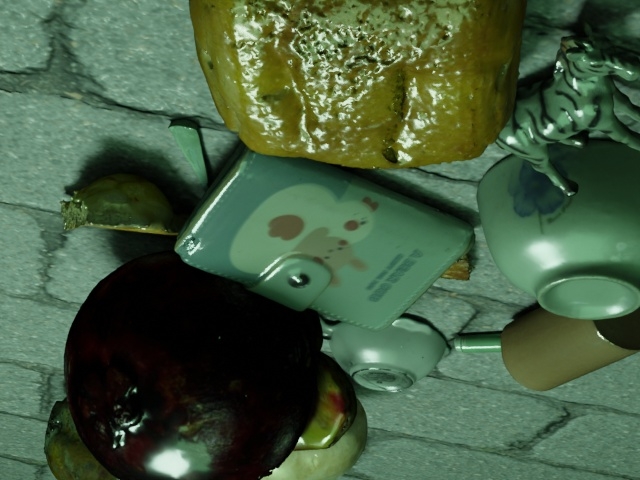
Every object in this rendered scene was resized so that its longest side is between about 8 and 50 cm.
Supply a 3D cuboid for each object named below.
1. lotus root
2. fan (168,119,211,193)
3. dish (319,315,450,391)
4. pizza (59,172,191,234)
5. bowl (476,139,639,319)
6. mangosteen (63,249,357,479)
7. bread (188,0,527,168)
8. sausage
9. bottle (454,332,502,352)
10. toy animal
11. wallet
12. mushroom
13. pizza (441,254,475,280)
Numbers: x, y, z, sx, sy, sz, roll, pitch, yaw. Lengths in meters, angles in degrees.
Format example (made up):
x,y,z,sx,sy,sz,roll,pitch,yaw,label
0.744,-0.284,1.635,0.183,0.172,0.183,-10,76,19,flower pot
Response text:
x,y,z,sx,sy,sz,roll,pitch,yaw,label
-0.367,0.400,2.424,0.346,0.250,0.250,10,153,7,lotus root
-0.159,-0.100,1.622,0.038,0.016,0.193,5,152,11,fan
0.092,0.193,2.053,0.246,0.078,0.224,12,154,-8,dish
-0.245,-0.048,1.692,0.204,0.080,0.188,5,178,-16,pizza
0.335,0.009,1.558,0.289,0.146,0.289,6,152,3,bowl
-0.168,0.211,1.832,0.381,0.381,0.421,-16,151,38,mangosteen
0.034,-0.198,1.234,0.337,0.148,0.328,5,153,5,bread
0.370,0.140,1.830,0.123,0.123,0.253,19,152,-20,sausage
0.259,0.165,2.006,0.083,0.030,0.030,-4,151,24,bottle
0.291,-0.142,1.350,0.170,0.089,0.255,19,149,-12,toy animal
0.000,0.000,1.668,0.360,0.083,0.252,22,132,-25,wallet
-0.044,0.307,2.181,0.254,0.260,0.234,5,117,25,mushroom
0.184,0.034,1.782,0.100,0.029,0.099,-8,157,33,pizza
